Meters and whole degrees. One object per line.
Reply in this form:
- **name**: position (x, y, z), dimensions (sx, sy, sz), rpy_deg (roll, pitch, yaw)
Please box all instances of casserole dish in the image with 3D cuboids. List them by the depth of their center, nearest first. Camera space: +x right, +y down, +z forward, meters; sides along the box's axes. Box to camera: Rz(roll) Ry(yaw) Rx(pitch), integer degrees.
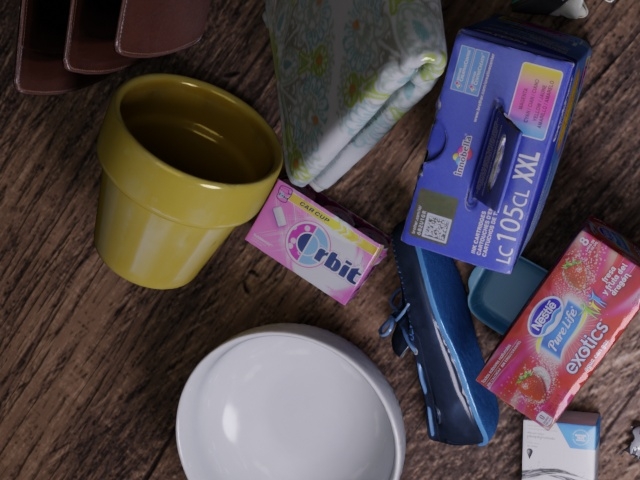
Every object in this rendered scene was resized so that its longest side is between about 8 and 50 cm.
- **casserole dish**: position (0.297, 0.089, 1.891), dimensions (0.188, 0.037, 0.114), rpy_deg (31, 108, 10)

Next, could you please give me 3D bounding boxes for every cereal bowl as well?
- **cereal bowl**: position (-0.032, 0.276, 1.974), dimensions (0.338, 0.141, 0.339), rpy_deg (3, 102, 17)

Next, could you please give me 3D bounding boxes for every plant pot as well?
- **plant pot**: position (-0.210, -0.070, 1.918), dimensions (0.254, 0.254, 0.239), rpy_deg (33, 125, 8)

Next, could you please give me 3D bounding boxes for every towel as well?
- **towel**: position (0.040, -0.275, 1.722), dimensions (0.374, 0.090, 0.321), rpy_deg (-44, 50, 55)

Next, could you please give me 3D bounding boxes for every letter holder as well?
- **letter holder**: position (-0.279, -0.294, 1.848), dimensions (0.152, 0.302, 0.214), rpy_deg (15, 105, 14)

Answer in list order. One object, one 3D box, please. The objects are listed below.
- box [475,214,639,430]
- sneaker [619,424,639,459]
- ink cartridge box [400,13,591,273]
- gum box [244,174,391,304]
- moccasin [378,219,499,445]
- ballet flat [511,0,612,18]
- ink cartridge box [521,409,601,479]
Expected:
- **box**: position (0.332, 0.108, 1.796), dimensions (0.122, 0.128, 0.257), rpy_deg (35, 108, 8)
- **sneaker**: position (0.454, 0.304, 1.888), dimensions (0.069, 0.038, 0.098), rpy_deg (-6, 90, 20)
- **ink cartridge box**: position (0.222, -0.126, 1.678), dimensions (0.151, 0.395, 0.270), rpy_deg (18, 106, 12)
- **gum box**: position (0.000, 0.000, 1.949), dimensions (0.188, 0.062, 0.107), rpy_deg (33, 109, 8)
- **moccasin**: position (0.147, 0.139, 1.895), dimensions (0.116, 0.137, 0.342), rpy_deg (-13, 97, 28)
- **ballet flat**: position (0.352, -0.335, 1.771), dimensions (0.203, 0.074, 0.074), rpy_deg (-29, 91, 18)
- **ink cartridge box**: position (0.341, 0.335, 1.914), dimensions (0.104, 0.060, 0.180), rpy_deg (3, 102, 16)
